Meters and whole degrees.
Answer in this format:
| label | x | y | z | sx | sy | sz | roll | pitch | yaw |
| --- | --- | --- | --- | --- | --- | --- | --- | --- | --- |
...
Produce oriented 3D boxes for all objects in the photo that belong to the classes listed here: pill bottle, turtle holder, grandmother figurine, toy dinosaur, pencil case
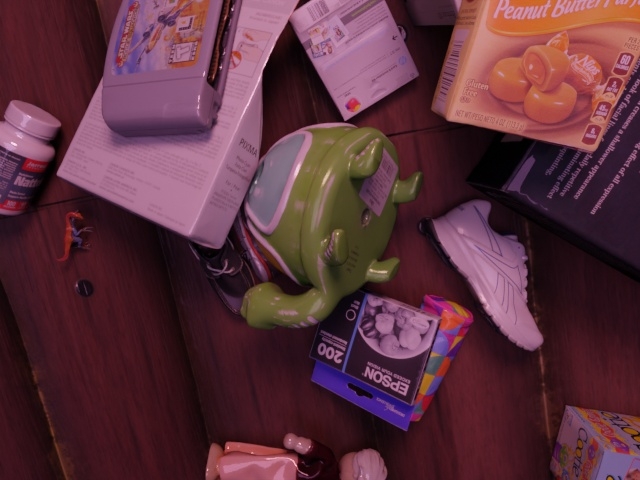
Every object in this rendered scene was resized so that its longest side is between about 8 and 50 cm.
| label | x | y | z | sx | sy | sz | roll | pitch | yaw |
| --- | --- | --- | --- | --- | --- | --- | --- | --- | --- |
| pill bottle | -0.533 | -0.144 | 0.811 | 0.108 | 0.108 | 0.180 | 33 | 102 | -3 |
| turtle holder | 0.000 | -0.025 | 0.739 | 0.227 | 0.243 | 0.320 | 17 | 110 | 33 |
| grandmother figurine | -0.042 | 0.446 | 0.906 | 0.342 | 0.104 | 0.207 | 1 | 128 | 1 |
| toy dinosaur | -0.451 | -0.013 | 0.851 | 0.047 | 0.090 | 0.082 | 18 | 146 | 10 |
| pencil case | 0.180 | 0.211 | 0.841 | 0.104 | 0.104 | 0.236 | 27 | 101 | -2 |

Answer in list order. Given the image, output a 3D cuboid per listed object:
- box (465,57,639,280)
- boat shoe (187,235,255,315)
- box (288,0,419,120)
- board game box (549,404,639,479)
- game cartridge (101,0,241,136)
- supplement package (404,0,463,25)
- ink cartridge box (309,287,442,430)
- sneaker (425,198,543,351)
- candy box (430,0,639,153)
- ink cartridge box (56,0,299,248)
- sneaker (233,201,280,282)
| label | x | y | z | sx | sy | sz | roll | pitch | yaw |
| --- | --- | --- | --- | --- | --- | --- | --- | --- | --- |
| box | 0.487 | -0.112 | 0.700 | 0.395 | 0.212 | 0.293 | 30 | 101 | -2 |
| boat shoe | -0.186 | 0.038 | 0.841 | 0.084 | 0.079 | 0.233 | -22 | 100 | 6 |
| box | 0.054 | -0.313 | 0.753 | 0.145 | 0.038 | 0.186 | -30 | 113 | 9 |
| board game box | 0.589 | 0.413 | 0.830 | 0.275 | 0.142 | 0.144 | 9 | 102 | 2 |
| game cartridge | -0.222 | -0.300 | 0.692 | 0.198 | 0.062 | 0.297 | 3 | 77 | 18 |
| supplement package | 0.221 | -0.402 | 0.623 | 0.204 | 0.262 | 0.145 | -24 | 113 | 8 |
| ink cartridge box | 0.084 | 0.197 | 0.814 | 0.206 | 0.045 | 0.208 | 18 | 96 | 29 |
| sneaker | 0.307 | 0.061 | 0.802 | 0.129 | 0.111 | 0.297 | -35 | 98 | 3 |
| candy box | 0.256 | -0.270 | 0.492 | 0.183 | 0.087 | 0.316 | 10 | 115 | -7 |
| ink cartridge box | -0.218 | -0.217 | 0.748 | 0.308 | 0.091 | 0.385 | 22 | 85 | 25 |
| sneaker | -0.111 | -0.005 | 0.848 | 0.065 | 0.061 | 0.158 | -26 | 100 | -19 |
